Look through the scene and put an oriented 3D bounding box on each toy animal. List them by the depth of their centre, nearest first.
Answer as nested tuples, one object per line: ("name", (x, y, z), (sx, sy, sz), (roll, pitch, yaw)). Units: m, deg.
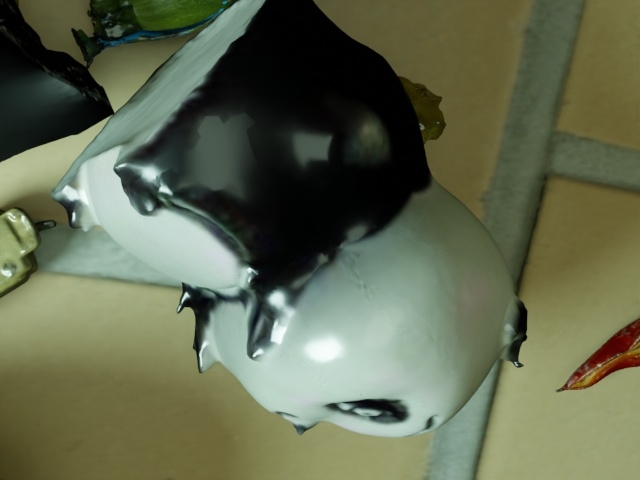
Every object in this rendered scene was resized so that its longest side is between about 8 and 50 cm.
("toy animal", (0.000, 0.000, 0.605), (0.251, 0.251, 0.310), (-45, 113, -4))

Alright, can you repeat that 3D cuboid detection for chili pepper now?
("chili pepper", (0.297, 0.103, 0.812), (0.178, 0.027, 0.045), (-30, 102, -9))

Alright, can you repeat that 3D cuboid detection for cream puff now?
("cream puff", (0.063, -0.092, 0.696), (0.083, 0.058, 0.083), (-14, 102, -13))

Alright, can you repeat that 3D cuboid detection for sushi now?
("sushi", (-0.269, -0.125, 0.553), (0.172, 0.153, 0.150), (-28, 76, 9))

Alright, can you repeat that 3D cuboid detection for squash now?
("squash", (-0.041, -0.230, 0.632), (0.332, 0.087, 0.087), (-31, 106, -6))

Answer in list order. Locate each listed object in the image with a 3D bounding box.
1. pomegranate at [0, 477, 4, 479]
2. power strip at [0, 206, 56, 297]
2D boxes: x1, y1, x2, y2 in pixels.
("pomegranate", (-0.319, 0.252, 0.552), (0.281, 0.281, 0.281), (-3, 101, -15))
("power strip", (-0.329, 0.062, 0.621), (0.305, 0.044, 0.064), (-32, 89, -6))
